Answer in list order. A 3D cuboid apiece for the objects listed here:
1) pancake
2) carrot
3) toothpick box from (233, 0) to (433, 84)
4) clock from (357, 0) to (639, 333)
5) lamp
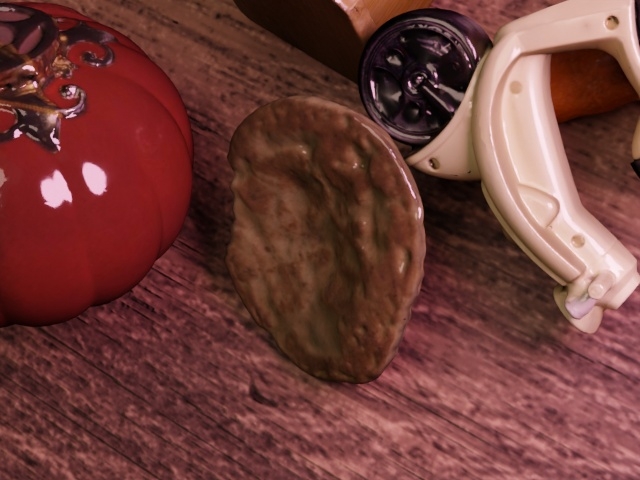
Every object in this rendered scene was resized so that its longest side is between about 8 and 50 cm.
[{"bbox_3d":[0.001,0.000,0.980,0.222,0.042,0.236,-3,102,42],"label":"pancake"},{"bbox_3d":[0.158,-0.113,0.990,0.205,0.072,0.072,-21,71,22],"label":"carrot"},{"bbox_3d":[0.060,-0.311,1.018,0.187,0.190,0.308,34,86,25],"label":"toothpick box"},{"bbox_3d":[0.230,-0.088,0.871,0.379,0.120,0.276,-21,92,28],"label":"clock"},{"bbox_3d":[-0.256,-0.064,1.031,0.303,0.257,0.303,-2,41,2],"label":"lamp"}]
